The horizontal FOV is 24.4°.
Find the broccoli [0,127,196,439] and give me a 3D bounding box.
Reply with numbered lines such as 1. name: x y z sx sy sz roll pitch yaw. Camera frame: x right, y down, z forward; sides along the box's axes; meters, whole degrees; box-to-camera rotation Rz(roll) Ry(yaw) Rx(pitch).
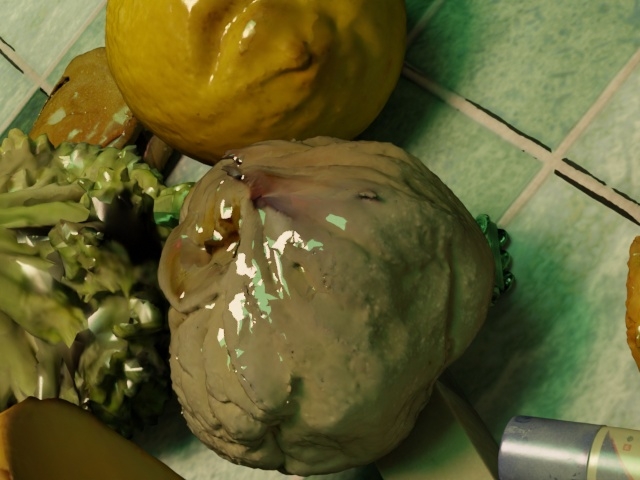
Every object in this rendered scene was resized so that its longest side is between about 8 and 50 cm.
1. broccoli: -0.247 0.022 1.359 0.293 0.280 0.348 -40 52 37

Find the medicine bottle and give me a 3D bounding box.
1. medicine bottle: 0.235 0.159 0.989 0.230 0.059 0.059 5 65 29

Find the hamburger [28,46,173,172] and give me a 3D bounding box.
1. hamburger: -0.227 -0.109 1.585 0.177 0.113 0.185 -34 52 11

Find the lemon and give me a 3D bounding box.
1. lemon: -0.060 -0.201 1.366 0.297 0.297 0.297 -22 50 29

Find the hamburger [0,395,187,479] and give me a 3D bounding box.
1. hamburger: -0.192 0.329 1.040 0.277 0.395 0.396 -45 42 6

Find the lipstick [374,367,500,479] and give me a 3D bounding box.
1. lipstick: 0.118 0.214 1.075 0.079 0.076 0.371 -40 43 10

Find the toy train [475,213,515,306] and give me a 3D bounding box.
1. toy train: 0.131 0.018 1.232 0.053 0.033 0.083 -28 47 31

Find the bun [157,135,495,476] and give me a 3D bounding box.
1. bun: -0.011 0.031 1.105 0.281 0.205 0.282 -20 50 26

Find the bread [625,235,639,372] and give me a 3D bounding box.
1. bread: 0.303 0.009 1.005 0.160 0.147 0.261 22 78 50
